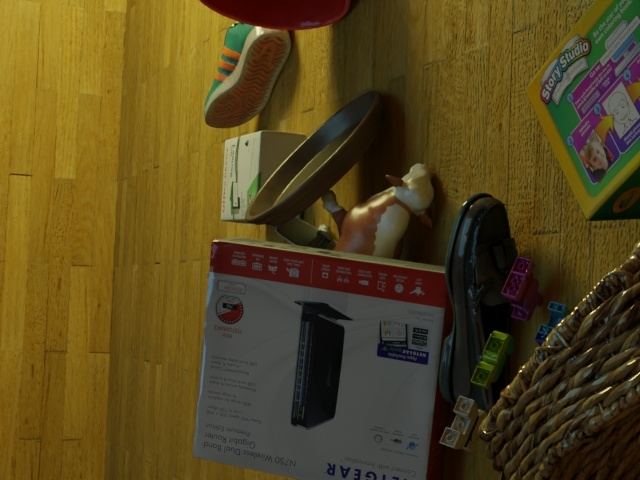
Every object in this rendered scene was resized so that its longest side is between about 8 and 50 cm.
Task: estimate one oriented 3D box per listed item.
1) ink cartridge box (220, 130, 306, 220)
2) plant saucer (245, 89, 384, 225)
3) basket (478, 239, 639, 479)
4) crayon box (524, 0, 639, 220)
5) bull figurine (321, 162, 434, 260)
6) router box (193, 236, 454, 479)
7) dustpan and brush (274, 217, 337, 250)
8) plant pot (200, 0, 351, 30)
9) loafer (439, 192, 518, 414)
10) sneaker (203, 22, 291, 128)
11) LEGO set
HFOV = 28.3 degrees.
[{"bbox_3d":[-0.106,-0.110,2.304,0.219,0.092,0.160,178,95,-69],"label":"ink cartridge box"},{"bbox_3d":[-0.003,-0.117,1.912,0.278,0.041,0.278,-41,14,12],"label":"plant saucer"},{"bbox_3d":[0.260,0.109,1.143,0.299,0.213,0.223,117,148,-46],"label":"basket"},{"bbox_3d":[0.315,-0.162,1.176,0.278,0.081,0.165,-55,46,49],"label":"crayon box"},{"bbox_3d":[0.055,0.025,1.773,0.188,0.101,0.310,26,95,64],"label":"bull figurine"},{"bbox_3d":[0.009,0.165,1.679,0.082,0.335,0.301,-9,-75,-68],"label":"router box"},{"bbox_3d":[0.000,0.000,2.003,0.060,0.147,0.211,-58,3,-2],"label":"dustpan and brush"},{"bbox_3d":[-0.069,-0.509,2.071,0.275,0.274,0.243,150,129,-66],"label":"plant pot"},{"bbox_3d":[0.203,0.079,1.502,0.084,0.096,0.268,24,117,47],"label":"loafer"},{"bbox_3d":[-0.142,-0.338,2.431,0.302,0.108,0.121,-50,40,45],"label":"sneaker"},{"bbox_3d":[0.227,0.147,1.403,0.087,0.093,0.227,16,73,35],"label":"LEGO set"}]
